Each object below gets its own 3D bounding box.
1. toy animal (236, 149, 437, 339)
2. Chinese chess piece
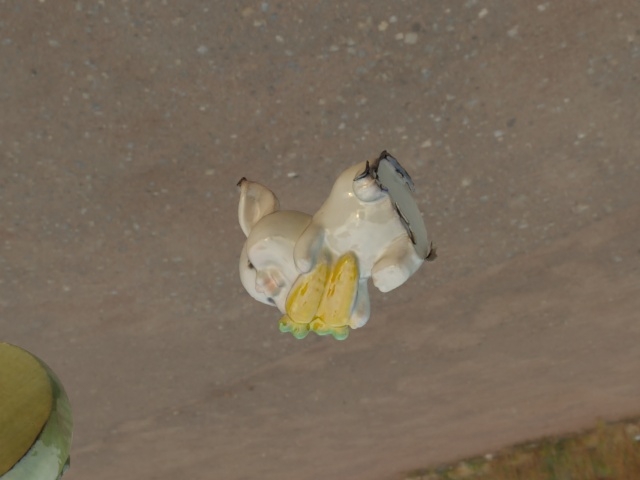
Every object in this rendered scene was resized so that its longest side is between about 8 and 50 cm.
[{"bbox_3d":[-0.003,0.002,1.146,0.310,0.247,0.183,-24,127,28],"label":"toy animal"},{"bbox_3d":[-0.331,0.186,0.748,0.188,0.188,0.083,-7,137,-3],"label":"Chinese chess piece"}]
